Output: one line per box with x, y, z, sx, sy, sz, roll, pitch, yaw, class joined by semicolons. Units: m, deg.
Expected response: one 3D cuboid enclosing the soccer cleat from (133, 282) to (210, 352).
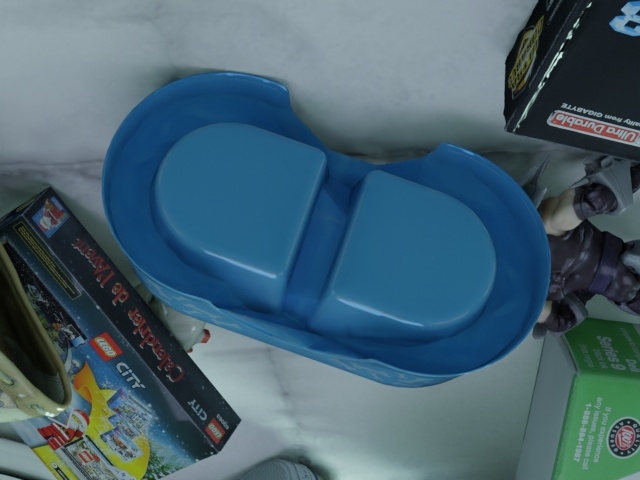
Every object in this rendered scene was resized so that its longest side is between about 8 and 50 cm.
-0.138;0.064;1.278;0.076;0.068;0.196;15;146;-24;soccer cleat

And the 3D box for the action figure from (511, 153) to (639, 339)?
0.222;0.022;1.167;0.285;0.099;0.185;19;150;4;action figure

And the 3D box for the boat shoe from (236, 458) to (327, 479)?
-0.094;0.305;1.570;0.094;0.109;0.302;30;134;-33;boat shoe

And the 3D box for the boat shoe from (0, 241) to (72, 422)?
-0.256;0.009;1.149;0.089;0.104;0.285;-3;127;23;boat shoe

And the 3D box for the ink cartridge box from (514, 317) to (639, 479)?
0.308;0.188;1.280;0.289;0.121;0.211;6;108;-6;ink cartridge box

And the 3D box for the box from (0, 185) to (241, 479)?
-0.192;0.089;1.256;0.159;0.044;0.233;-28;107;35;box

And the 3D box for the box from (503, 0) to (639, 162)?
0.293;-0.142;0.959;0.296;0.073;0.293;13;142;-11;box

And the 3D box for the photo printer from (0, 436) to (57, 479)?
-0.335;0.283;1.560;0.256;0.107;0.307;18;141;-18;photo printer

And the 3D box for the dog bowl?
0.000;0.000;1.088;0.297;0.166;0.074;19;155;-1;dog bowl
